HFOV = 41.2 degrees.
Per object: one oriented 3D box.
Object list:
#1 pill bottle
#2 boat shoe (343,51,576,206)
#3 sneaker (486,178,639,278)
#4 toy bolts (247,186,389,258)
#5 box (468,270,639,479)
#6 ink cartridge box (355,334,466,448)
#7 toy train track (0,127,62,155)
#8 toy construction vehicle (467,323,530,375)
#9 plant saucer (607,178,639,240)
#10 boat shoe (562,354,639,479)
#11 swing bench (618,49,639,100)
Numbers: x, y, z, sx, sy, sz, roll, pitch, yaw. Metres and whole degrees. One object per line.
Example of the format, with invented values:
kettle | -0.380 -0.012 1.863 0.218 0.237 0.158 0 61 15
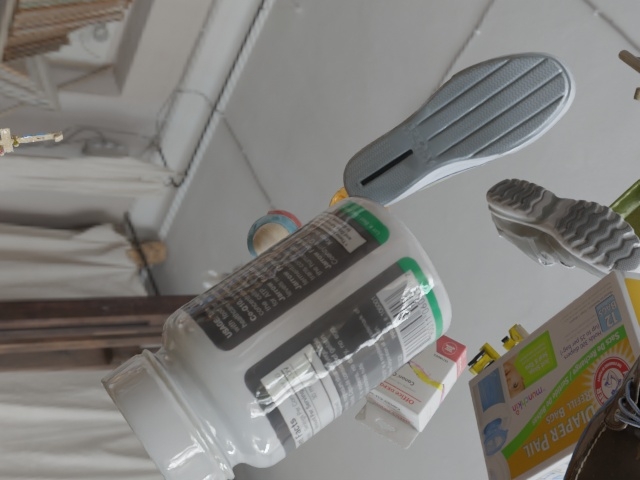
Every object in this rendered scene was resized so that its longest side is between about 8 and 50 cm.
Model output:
pill bottle | -0.048 0.122 0.962 0.204 0.361 0.204 49 -18 22
boat shoe | 0.160 -0.131 1.004 0.302 0.094 0.109 -26 -90 31
sneaker | 0.387 -0.003 1.346 0.281 0.105 0.115 37 -28 45
toy bolts | 0.000 0.000 1.354 0.158 0.228 0.218 -76 -178 -87
box | 0.226 0.128 0.694 0.203 0.103 0.114 127 -35 -46
ink cartridge box | 0.154 0.245 1.469 0.115 0.198 0.067 25 -31 26
toy train track | -0.328 -0.108 0.942 0.048 0.083 0.014 116 -41 -61
toy construction vehicle | 0.254 0.167 1.143 0.086 0.098 0.035 44 -23 11
plant saucer | 0.567 0.011 1.487 0.188 0.045 0.188 -42 -128 0
boat shoe | 0.183 0.086 0.449 0.066 0.066 0.183 34 -93 33
swing bench | 0.586 -0.358 1.319 0.255 0.165 0.253 -68 167 -61
